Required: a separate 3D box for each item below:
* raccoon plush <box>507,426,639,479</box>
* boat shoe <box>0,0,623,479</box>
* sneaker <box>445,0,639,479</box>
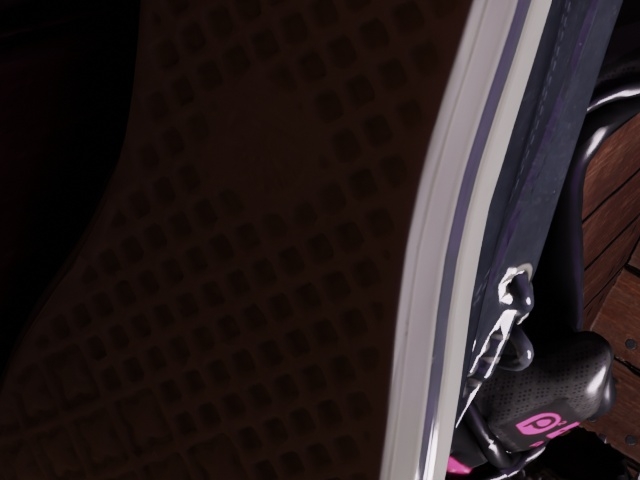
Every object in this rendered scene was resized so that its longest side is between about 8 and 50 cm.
[{"bbox_3d":[0.078,0.272,1.039,0.299,0.216,0.447,-155,-125,-79],"label":"raccoon plush"},{"bbox_3d":[0.000,0.000,0.612,0.156,0.186,0.500,-30,143,-53],"label":"boat shoe"},{"bbox_3d":[0.027,0.066,0.787,0.483,0.202,0.185,-63,165,11],"label":"sneaker"}]
